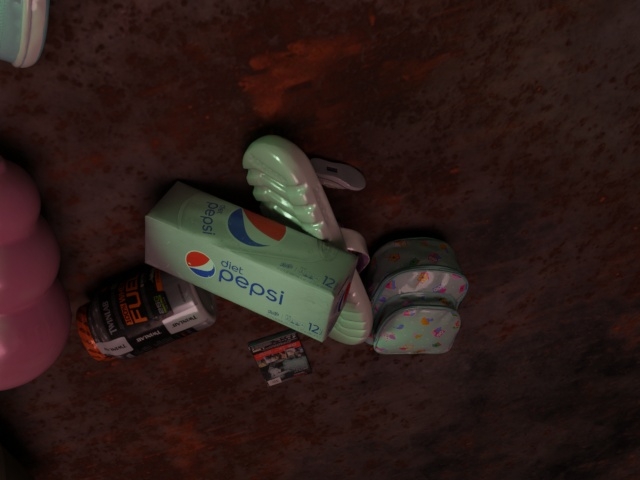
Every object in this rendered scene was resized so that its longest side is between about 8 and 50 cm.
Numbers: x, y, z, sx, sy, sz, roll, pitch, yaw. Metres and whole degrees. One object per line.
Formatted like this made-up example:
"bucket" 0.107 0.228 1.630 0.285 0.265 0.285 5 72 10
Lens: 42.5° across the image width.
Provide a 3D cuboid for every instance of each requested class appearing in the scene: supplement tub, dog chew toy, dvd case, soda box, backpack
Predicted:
"supplement tub" -0.263 0.107 1.246 0.190 0.117 0.117 -23 132 5
"dog chew toy" -0.438 0.038 1.094 0.206 0.207 0.332 2 122 -16
"dvd case" -0.069 0.209 1.456 0.087 0.013 0.119 -18 131 2
"soda box" -0.099 0.026 1.138 0.286 0.091 0.098 22 134 11
"backpack" 0.151 0.091 1.325 0.165 0.144 0.188 3 127 -10

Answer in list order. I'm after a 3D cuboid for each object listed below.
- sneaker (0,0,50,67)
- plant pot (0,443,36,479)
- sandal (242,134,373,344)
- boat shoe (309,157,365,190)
"sneaker" -0.383 -0.323 0.813 0.208 0.127 0.319 -9 124 -25
"plant pot" -0.610 0.449 1.362 0.323 0.323 0.280 -24 149 7
"sandal" 0.011 0.006 1.231 0.102 0.169 0.416 -45 139 -25
"boat shoe" 0.018 -0.092 1.205 0.100 0.035 0.035 12 154 -28
